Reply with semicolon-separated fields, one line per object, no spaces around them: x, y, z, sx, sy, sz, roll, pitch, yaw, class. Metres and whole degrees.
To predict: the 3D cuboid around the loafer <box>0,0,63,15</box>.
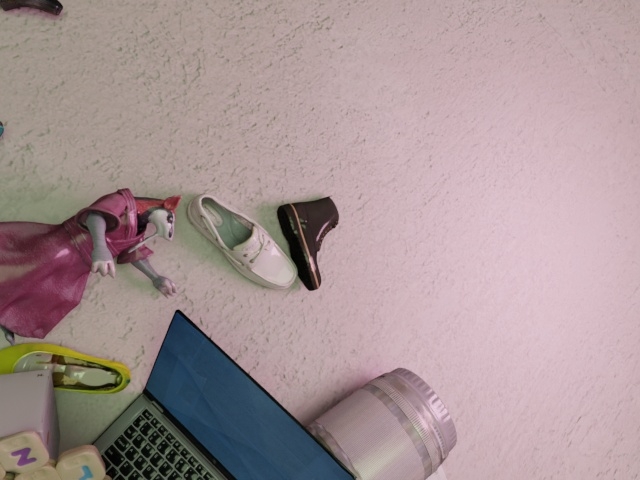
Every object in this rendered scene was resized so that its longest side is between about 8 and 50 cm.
-0.565;-0.448;0.846;0.169;0.062;0.061;17;118;-28;loafer

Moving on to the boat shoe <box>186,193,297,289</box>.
-0.153;0.008;0.954;0.277;0.096;0.098;39;72;-15;boat shoe

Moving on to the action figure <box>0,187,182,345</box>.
-0.415;0.004;0.823;0.370;0.248;0.276;-35;73;-21;action figure

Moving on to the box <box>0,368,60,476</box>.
-0.474;0.315;0.736;0.090;0.130;0.171;-2;120;-23;box

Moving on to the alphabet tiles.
-0.462;0.399;0.690;0.283;0.021;0.278;-15;119;-15;alphabet tiles

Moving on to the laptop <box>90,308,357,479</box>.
-0.225;0.407;0.743;0.382;0.236;0.408;40;71;12;laptop

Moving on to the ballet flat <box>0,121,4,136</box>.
-0.651;-0.137;0.764;0.087;0.083;0.247;41;71;-6;ballet flat

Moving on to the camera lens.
0.115;0.423;0.966;0.274;0.219;0.220;-28;97;-23;camera lens

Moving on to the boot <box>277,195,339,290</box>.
0.000;0.000;1.036;0.136;0.076;0.198;-19;94;-28;boot

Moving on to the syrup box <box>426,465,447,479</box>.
0.168;0.570;1.044;0.236;0.096;0.093;-26;98;-23;syrup box

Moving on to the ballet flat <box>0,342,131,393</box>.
-0.452;0.228;0.818;0.230;0.077;0.077;16;78;-21;ballet flat
